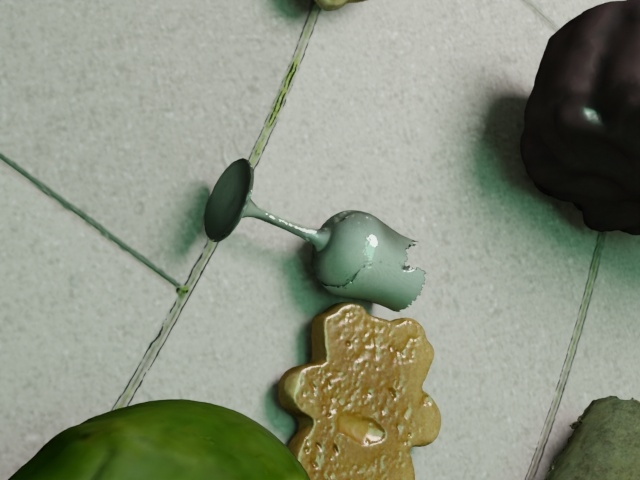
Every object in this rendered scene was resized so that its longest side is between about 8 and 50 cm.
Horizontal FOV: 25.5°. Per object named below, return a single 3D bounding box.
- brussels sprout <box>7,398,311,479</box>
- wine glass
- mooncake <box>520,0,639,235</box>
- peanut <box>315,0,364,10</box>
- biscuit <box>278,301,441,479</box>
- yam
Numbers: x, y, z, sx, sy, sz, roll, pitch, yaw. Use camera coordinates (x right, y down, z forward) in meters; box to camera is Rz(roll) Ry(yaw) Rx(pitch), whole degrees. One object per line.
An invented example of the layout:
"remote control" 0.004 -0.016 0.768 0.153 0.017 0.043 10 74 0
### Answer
"brussels sprout" -0.133 0.286 0.962 0.276 0.315 0.371 36 65 4
"wine glass" 0.000 0.000 1.232 0.195 0.079 0.079 23 67 -28
"mooncake" 0.331 -0.105 1.357 0.283 0.283 0.141 27 62 -26
"peanut" 0.054 -0.292 1.326 0.214 0.090 0.098 -53 148 -31
"biscuit" 0.031 0.170 1.240 0.166 0.036 0.225 16 73 -30
"yam" 0.260 0.293 1.293 0.168 0.168 0.304 46 57 -17
